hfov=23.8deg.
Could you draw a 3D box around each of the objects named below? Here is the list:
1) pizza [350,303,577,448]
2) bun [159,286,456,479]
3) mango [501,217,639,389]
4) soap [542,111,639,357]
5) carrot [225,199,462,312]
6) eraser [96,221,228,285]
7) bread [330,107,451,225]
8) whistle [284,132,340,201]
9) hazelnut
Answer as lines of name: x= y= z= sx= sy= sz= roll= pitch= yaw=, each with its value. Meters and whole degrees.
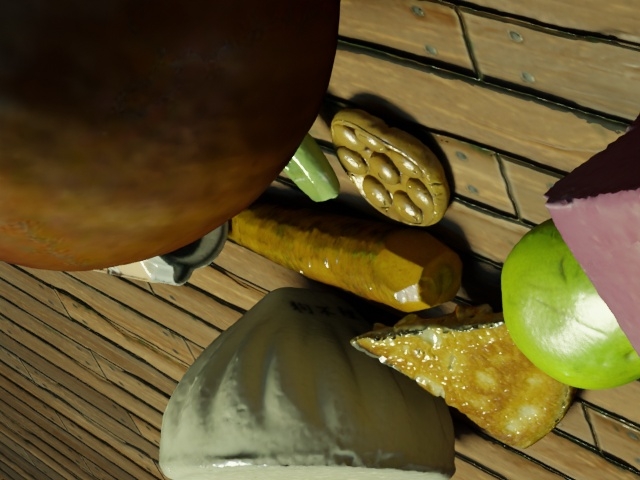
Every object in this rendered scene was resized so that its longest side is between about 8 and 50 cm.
pizza: x=0.113 y=0.096 z=1.161 sx=0.176 sy=0.036 sz=0.184 roll=7 pitch=141 yaw=22
bun: x=-0.011 y=0.127 z=1.322 sx=0.263 sy=0.263 sz=0.175 roll=147 pitch=124 yaw=-67
mango: x=0.180 y=0.031 z=0.962 sx=0.117 sy=0.089 sz=0.163 roll=53 pitch=145 yaw=5
soap: x=0.303 y=0.079 z=0.765 sx=0.359 sy=0.128 sz=0.233 roll=54 pitch=156 yaw=-13
carrot: x=0.000 y=0.000 z=1.248 sx=0.314 sy=0.066 sz=0.066 roll=18 pitch=144 yaw=54
eraser: x=-0.196 y=-0.057 z=1.419 sx=0.290 sy=0.087 sz=0.171 roll=7 pitch=110 yaw=56
bread: x=0.050 y=-0.054 z=1.112 sx=0.110 sy=0.024 sz=0.110 roll=39 pitch=157 yaw=20
whistle: x=-0.062 y=-0.119 z=1.125 sx=0.227 sy=0.085 sz=0.105 roll=53 pitch=160 yaw=-15
hazelnut: x=-0.157 y=-0.163 z=0.900 sx=0.366 sy=0.366 sz=0.366 roll=38 pitch=155 yaw=21
